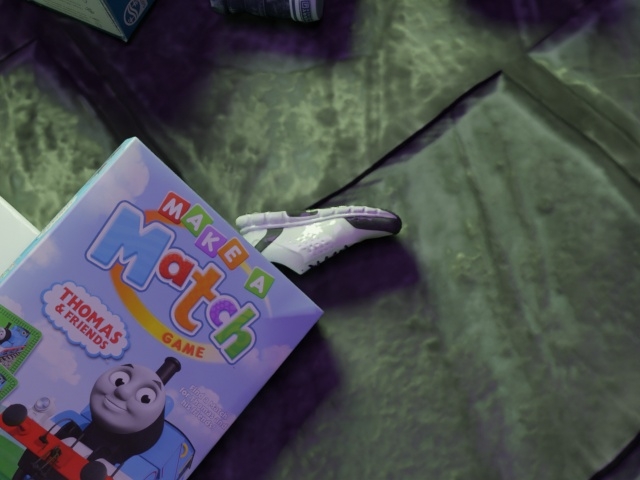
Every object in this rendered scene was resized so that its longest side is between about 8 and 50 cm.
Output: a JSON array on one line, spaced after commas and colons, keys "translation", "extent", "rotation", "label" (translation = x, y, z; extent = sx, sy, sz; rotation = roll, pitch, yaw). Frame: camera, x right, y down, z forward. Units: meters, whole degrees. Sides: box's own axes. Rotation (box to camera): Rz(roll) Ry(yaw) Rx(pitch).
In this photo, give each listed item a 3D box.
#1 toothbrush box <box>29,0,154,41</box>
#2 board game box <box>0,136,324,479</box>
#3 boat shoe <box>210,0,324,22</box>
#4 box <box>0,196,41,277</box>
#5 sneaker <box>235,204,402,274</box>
[{"translation": [-0.176, -0.334, 0.706], "extent": [0.216, 0.126, 0.296], "rotation": [24, 74, 16], "label": "toothbrush box"}, {"translation": [-0.123, 0.070, 0.544], "extent": [0.160, 0.039, 0.211], "rotation": [43, 76, -16], "label": "board game box"}, {"translation": [-0.033, -0.249, 0.688], "extent": [0.083, 0.065, 0.184], "rotation": [4, 70, 7], "label": "boat shoe"}, {"translation": [-0.261, 0.038, 0.588], "extent": [0.130, 0.091, 0.170], "rotation": [38, 77, 18], "label": "box"}, {"translation": [0.000, 0.000, 0.606], "extent": [0.109, 0.040, 0.044], "rotation": [-6, 84, 8], "label": "sneaker"}]
